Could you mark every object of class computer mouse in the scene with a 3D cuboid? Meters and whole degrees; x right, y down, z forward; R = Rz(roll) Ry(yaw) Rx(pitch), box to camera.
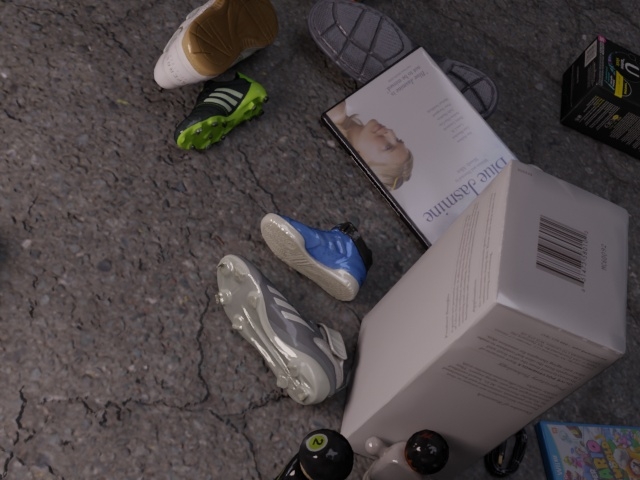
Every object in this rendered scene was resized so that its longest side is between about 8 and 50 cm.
[{"bbox_3d":[0.240,0.187,1.470,0.071,0.041,0.242,19,52,-17],"label":"computer mouse"}]

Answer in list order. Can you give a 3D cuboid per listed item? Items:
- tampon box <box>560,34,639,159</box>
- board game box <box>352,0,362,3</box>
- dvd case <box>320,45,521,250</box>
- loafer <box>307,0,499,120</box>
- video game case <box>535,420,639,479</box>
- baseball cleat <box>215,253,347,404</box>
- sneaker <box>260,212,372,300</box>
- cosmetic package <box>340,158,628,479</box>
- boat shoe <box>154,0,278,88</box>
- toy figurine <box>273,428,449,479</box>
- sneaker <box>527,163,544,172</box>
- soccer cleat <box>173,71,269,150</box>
[{"bbox_3d":[0.482,-0.228,1.850,0.161,0.101,0.120,23,51,-14],"label":"tampon box"},{"bbox_3d":[0.081,-0.500,1.704,0.142,0.275,0.144,42,48,3],"label":"board game box"},{"bbox_3d":[0.145,-0.128,1.592,0.180,0.022,0.253,-36,77,-10],"label":"dvd case"},{"bbox_3d":[0.112,-0.249,1.689,0.302,0.095,0.109,27,79,-4],"label":"loafer"},{"bbox_3d":[0.360,0.292,1.479,0.166,0.015,0.119,7,56,-24],"label":"video game case"},{"bbox_3d":[-0.044,0.101,1.369,0.109,0.072,0.206,-16,71,-51],"label":"baseball cleat"},{"bbox_3d":[0.000,0.000,1.454,0.152,0.058,0.084,38,54,-6],"label":"sneaker"},{"bbox_3d":[0.170,0.103,1.274,0.155,0.365,0.197,22,53,-12],"label":"cosmetic package"},{"bbox_3d":[-0.144,-0.274,1.545,0.098,0.096,0.277,59,30,-11],"label":"boat shoe"},{"bbox_3d":[0.061,0.303,1.220,0.209,0.148,0.213,1,58,-28],"label":"toy figurine"},{"bbox_3d":[0.290,-0.032,1.599,0.090,0.115,0.232,29,49,-8],"label":"sneaker"},{"bbox_3d":[-0.141,-0.170,1.505,0.072,0.060,0.179,38,42,14],"label":"soccer cleat"}]
